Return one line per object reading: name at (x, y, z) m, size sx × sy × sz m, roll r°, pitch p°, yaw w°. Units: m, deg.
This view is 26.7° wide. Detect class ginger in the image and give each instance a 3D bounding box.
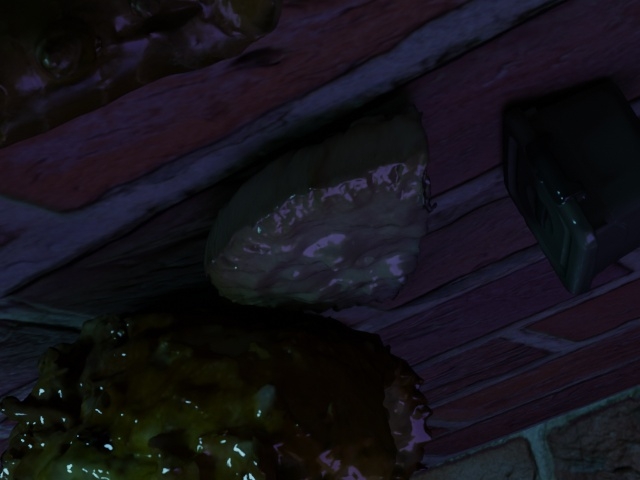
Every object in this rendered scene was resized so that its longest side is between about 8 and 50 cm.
ginger at (-0.125, -0.094, 0.636) m, size 0.205 × 0.081 × 0.115 m, roll -23°, pitch 166°, yaw 21°

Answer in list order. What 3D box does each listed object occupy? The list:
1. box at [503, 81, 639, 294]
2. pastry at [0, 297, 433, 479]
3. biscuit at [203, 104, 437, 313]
box at (0.207, -0.043, 1.034) m, size 0.092 × 0.124 × 0.172 m, roll -28°, pitch 163°, yaw -1°
pastry at (-0.091, 0.191, 1.144) m, size 0.337 × 0.293 × 0.405 m, roll 9°, pitch -178°, yaw 12°
biscuit at (0.000, 0.000, 1.013) m, size 0.179 × 0.084 × 0.281 m, roll -16°, pitch 162°, yaw -3°
